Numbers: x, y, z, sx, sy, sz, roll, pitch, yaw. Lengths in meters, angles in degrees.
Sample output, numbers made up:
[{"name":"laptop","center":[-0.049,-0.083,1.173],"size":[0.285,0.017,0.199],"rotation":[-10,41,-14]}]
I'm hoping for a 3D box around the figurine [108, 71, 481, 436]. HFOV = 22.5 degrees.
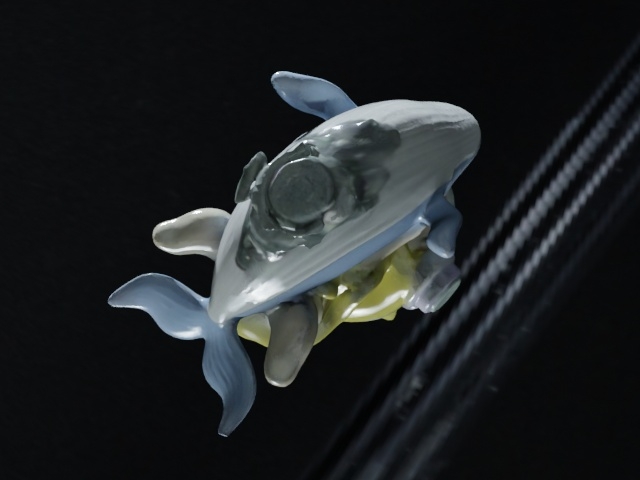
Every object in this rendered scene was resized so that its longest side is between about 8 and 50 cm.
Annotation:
[{"name":"figurine","center":[0.000,0.000,0.826],"size":[0.208,0.184,0.128],"rotation":[-39,-107,-7]}]
